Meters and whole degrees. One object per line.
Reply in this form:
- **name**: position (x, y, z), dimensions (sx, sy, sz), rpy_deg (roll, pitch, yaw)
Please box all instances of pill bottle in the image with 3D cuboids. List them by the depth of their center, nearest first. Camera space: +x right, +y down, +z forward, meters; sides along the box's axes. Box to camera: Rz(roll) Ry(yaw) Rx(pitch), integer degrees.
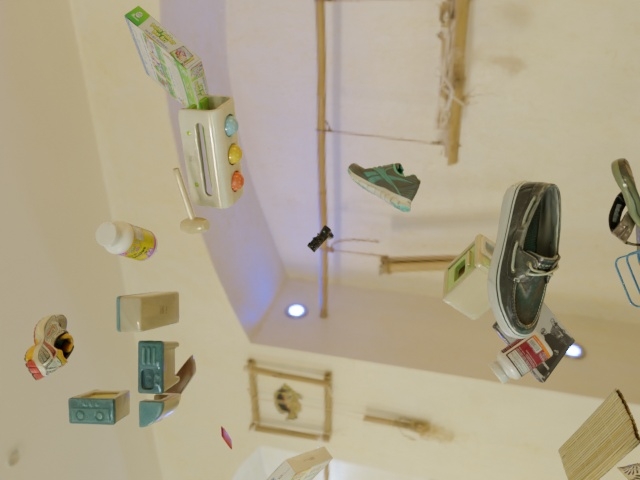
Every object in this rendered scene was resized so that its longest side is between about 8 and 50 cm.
- **pill bottle**: position (-0.250, 0.000, 0.789), dimensions (0.083, 0.044, 0.043), rpy_deg (30, -113, -68)
- **pill bottle**: position (0.522, 0.307, 1.608), dimensions (0.086, 0.152, 0.086), rpy_deg (54, -176, -6)

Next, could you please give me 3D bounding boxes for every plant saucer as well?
- **plant saucer**: position (-0.360, 0.371, 1.500), dimensions (0.198, 0.036, 0.198), rpy_deg (-54, 2, 3)

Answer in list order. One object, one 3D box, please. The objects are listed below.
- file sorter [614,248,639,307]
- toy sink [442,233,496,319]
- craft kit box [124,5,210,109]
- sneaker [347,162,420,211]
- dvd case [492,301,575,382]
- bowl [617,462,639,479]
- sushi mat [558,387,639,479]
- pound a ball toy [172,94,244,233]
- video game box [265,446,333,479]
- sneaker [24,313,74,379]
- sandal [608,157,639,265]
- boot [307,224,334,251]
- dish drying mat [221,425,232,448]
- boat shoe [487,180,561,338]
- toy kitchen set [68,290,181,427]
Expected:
- **file sorter**: position (0.708, 0.058, 1.254), dimensions (0.104, 0.170, 0.118), rpy_deg (-32, 76, 59)
- **toy sink**: position (0.465, 0.084, 1.741), dimensions (0.234, 0.131, 0.152), rpy_deg (-50, 12, 36)
- **craft kit box**: position (-0.409, -0.478, 1.685), dimensions (0.061, 0.246, 0.250), rpy_deg (-42, -14, -16)
- **sneaker**: position (0.123, -0.117, 1.159), dimensions (0.076, 0.166, 0.065), rpy_deg (-57, -36, 3)
- **dvd case**: position (0.646, 0.281, 1.850), dimensions (0.179, 0.238, 0.030), rpy_deg (-45, 10, -19)
- **bowl**: position (0.758, 0.558, 1.369), dimensions (0.080, 0.170, 0.170), rpy_deg (-41, -13, 7)
- **sushi mat**: position (0.732, 0.544, 1.627), dimensions (0.151, 0.019, 0.316), rpy_deg (-90, 14, -49)
- **pound a ball toy**: position (-0.281, -0.192, 1.594), dimensions (0.208, 0.136, 0.319), rpy_deg (-58, -29, -54)
- **video game box**: position (-0.082, 0.611, 1.551), dimensions (0.187, 0.048, 0.205), rpy_deg (-51, -26, 12)
- **sneaker**: position (-0.633, 0.248, 1.477), dimensions (0.225, 0.093, 0.088), rpy_deg (-119, 9, -61)
- **sandal**: position (0.719, -0.061, 1.445), dimensions (0.302, 0.086, 0.120), rpy_deg (57, -151, -26)
- **boot**: position (0.000, 0.000, 2.221), dimensions (0.099, 0.045, 0.121), rpy_deg (-51, -14, -7)
- **dish drying mat**: position (-0.259, 0.546, 1.695), dimensions (0.083, 0.008, 0.032), rpy_deg (76, -179, -46)
- **boat shoe**: position (0.427, 0.038, 1.263), dimensions (0.119, 0.121, 0.334), rpy_deg (177, 95, -70)
- **toy kitchen set**: position (-0.322, 0.187, 0.961), dimensions (0.122, 0.166, 0.207), rpy_deg (7, -99, -76)
